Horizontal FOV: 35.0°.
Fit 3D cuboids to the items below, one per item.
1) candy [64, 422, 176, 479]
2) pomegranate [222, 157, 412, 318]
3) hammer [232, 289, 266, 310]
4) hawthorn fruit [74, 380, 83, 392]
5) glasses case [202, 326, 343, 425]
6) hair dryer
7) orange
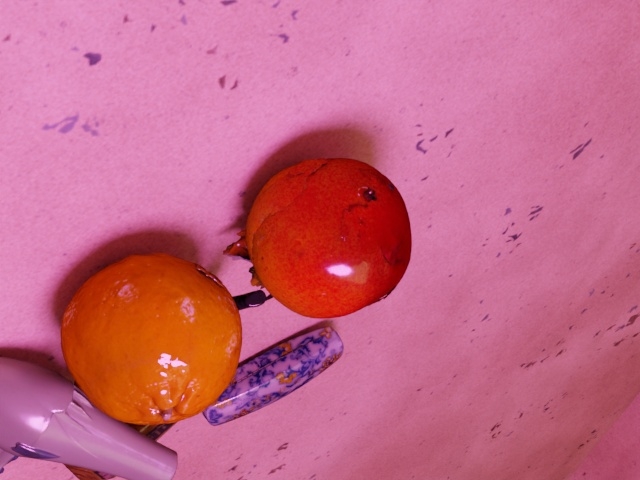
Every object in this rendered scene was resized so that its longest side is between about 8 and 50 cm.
[{"bbox_3d":[-0.253,0.236,1.436,0.271,0.101,0.143,-35,151,-8],"label":"candy"},{"bbox_3d":[0.000,0.000,1.265,0.235,0.210,0.210,-18,157,25],"label":"pomegranate"},{"bbox_3d":[-0.122,0.086,1.332,0.078,0.021,0.201,-18,180,-33],"label":"hammer"},{"bbox_3d":[-0.280,0.186,1.344,0.093,0.093,0.093,-25,148,-17],"label":"hawthorn fruit"},{"bbox_3d":[-0.076,0.215,1.611,0.248,0.065,0.087,-29,151,-14],"label":"glasses case"},{"bbox_3d":[-0.339,0.279,1.317,0.296,0.119,0.298,16,133,-13],"label":"hair dryer"},{"bbox_3d":[-0.202,0.121,1.222,0.219,0.193,0.219,-2,122,-4],"label":"orange"}]
